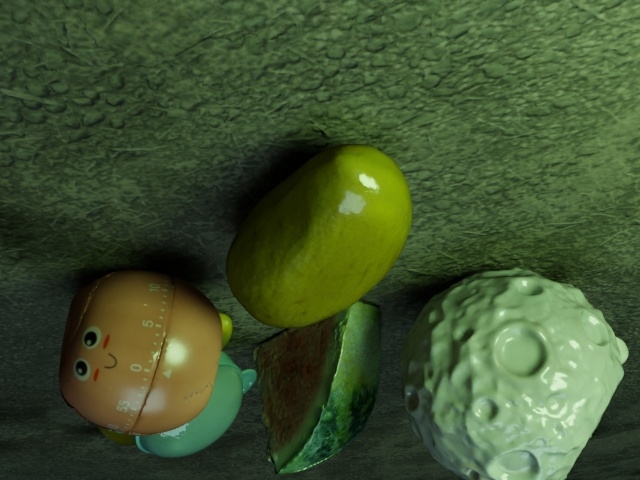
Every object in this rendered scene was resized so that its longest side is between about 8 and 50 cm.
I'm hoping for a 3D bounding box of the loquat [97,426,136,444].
[{"bbox_3d":[-0.345,0.292,1.464,0.152,0.152,0.195,-2,152,-7],"label":"loquat"}]

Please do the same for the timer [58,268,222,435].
[{"bbox_3d":[-0.254,0.156,1.128,0.214,0.230,0.230,12,149,-13],"label":"timer"}]

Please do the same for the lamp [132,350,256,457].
[{"bbox_3d":[-0.243,0.267,1.340,0.284,0.147,0.209,30,102,-38],"label":"lamp"}]

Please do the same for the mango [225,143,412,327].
[{"bbox_3d":[0.006,0.002,0.977,0.195,0.142,0.331,7,148,-33],"label":"mango"}]

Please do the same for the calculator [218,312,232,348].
[{"bbox_3d":[-0.223,0.159,1.355,0.146,0.032,0.235,1,154,-13],"label":"calculator"}]

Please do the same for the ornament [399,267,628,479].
[{"bbox_3d":[0.277,0.204,1.224,0.337,0.337,0.337,-4,153,-2],"label":"ornament"}]

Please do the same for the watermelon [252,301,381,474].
[{"bbox_3d":[-0.004,0.237,1.387,0.193,0.310,0.232,3,-170,-16],"label":"watermelon"}]
